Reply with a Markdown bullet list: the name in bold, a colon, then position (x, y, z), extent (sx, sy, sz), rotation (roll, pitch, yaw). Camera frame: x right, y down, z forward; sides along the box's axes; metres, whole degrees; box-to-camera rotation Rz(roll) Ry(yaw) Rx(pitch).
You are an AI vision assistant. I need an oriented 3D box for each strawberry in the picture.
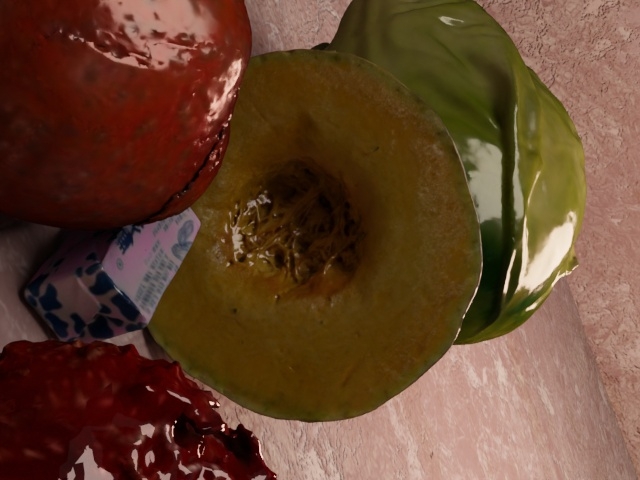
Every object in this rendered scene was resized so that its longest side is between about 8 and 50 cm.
- **strawberry**: position (-0.164, 0.182, 0.742), extent (0.274, 0.274, 0.220), rotation (55, -10, -34)

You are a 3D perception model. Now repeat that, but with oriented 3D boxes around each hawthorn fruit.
- **hawthorn fruit**: position (-0.201, -0.139, 0.856), extent (0.307, 0.276, 0.276), rotation (-3, 75, -54)

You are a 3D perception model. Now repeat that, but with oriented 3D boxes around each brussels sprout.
- **brussels sprout**: position (0.140, -0.057, 1.431), extent (0.425, 0.342, 0.361), rotation (42, 28, -32)

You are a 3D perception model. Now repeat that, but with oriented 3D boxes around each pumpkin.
- **pumpkin**: position (0.000, 0.000, 1.135), extent (0.199, 0.332, 0.332), rotation (19, 55, -76)

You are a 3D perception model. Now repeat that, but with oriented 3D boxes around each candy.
- **candy**: position (-0.172, 0.015, 0.991), extent (0.073, 0.092, 0.160), rotation (59, 26, -22)
